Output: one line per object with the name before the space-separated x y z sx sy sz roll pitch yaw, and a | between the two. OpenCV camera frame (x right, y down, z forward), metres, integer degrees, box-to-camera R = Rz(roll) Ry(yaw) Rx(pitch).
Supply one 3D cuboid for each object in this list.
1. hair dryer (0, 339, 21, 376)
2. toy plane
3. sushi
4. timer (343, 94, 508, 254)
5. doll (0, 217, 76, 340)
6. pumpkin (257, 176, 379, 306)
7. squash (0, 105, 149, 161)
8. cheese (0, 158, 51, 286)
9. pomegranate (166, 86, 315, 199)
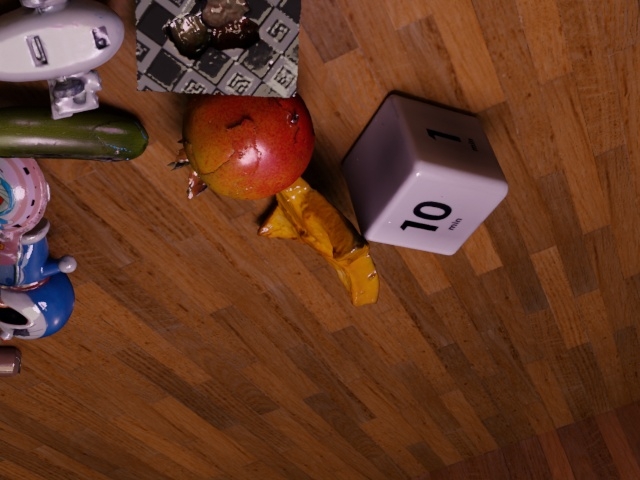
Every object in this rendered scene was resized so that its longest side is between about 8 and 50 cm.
hair dryer | -0.682 0.217 1.721 0.117 0.064 0.181 4 133 -21
toy plane | -0.395 -0.279 1.149 0.245 0.117 0.244 -6 122 -9
sushi | -0.144 -0.320 1.174 0.232 0.047 0.219 2 112 -5
timer | 0.178 -0.111 1.446 0.195 0.194 0.192 10 136 -28
doll | -0.537 0.071 1.501 0.215 0.161 0.256 11 132 15
pumpkin | -0.014 -0.021 1.449 0.095 0.290 0.258 -44 153 -15
squash | -0.415 -0.163 1.262 0.332 0.087 0.087 -1 142 -34
cheese | -0.534 -0.055 1.353 0.189 0.074 0.285 13 114 4
pomegranate | -0.123 -0.157 1.293 0.235 0.210 0.210 -35 137 16
